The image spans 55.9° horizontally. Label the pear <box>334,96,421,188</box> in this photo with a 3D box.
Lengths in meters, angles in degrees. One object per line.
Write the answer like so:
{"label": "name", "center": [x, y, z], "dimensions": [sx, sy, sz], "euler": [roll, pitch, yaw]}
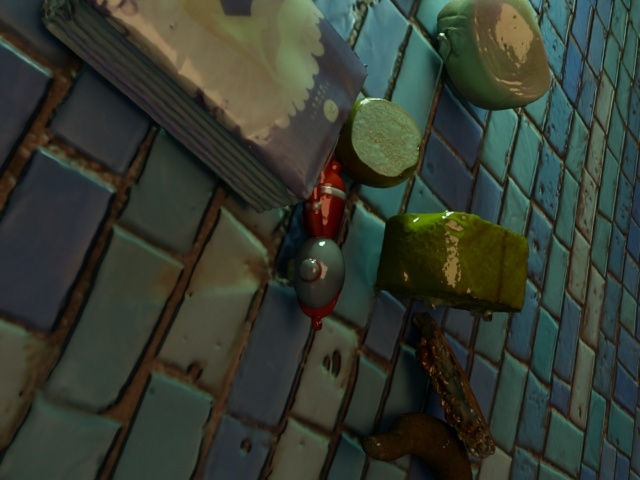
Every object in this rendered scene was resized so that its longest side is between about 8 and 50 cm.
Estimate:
{"label": "pear", "center": [0.076, -0.138, 0.907], "dimensions": [0.141, 0.104, 0.140], "euler": [8, 70, -22]}

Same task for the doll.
{"label": "doll", "center": [0.000, 0.000, 0.825], "dimensions": [0.142, 0.076, 0.244], "euler": [33, 61, -73]}

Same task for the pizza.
{"label": "pizza", "center": [0.211, 0.234, 0.993], "dimensions": [0.246, 0.058, 0.127], "euler": [63, 10, 8]}

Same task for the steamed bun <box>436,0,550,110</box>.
{"label": "steamed bun", "center": [0.301, -0.341, 1.109], "dimensions": [0.153, 0.170, 0.238], "euler": [-30, 106, -18]}

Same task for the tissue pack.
{"label": "tissue pack", "center": [-0.111, -0.229, 0.713], "dimensions": [0.344, 0.125, 0.242], "euler": [43, 58, -33]}

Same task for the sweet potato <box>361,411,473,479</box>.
{"label": "sweet potato", "center": [0.172, 0.333, 0.960], "dimensions": [0.346, 0.079, 0.108], "euler": [40, 40, -39]}

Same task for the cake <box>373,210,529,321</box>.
{"label": "cake", "center": [0.201, 0.039, 0.958], "dimensions": [0.261, 0.179, 0.156], "euler": [19, 72, -39]}
